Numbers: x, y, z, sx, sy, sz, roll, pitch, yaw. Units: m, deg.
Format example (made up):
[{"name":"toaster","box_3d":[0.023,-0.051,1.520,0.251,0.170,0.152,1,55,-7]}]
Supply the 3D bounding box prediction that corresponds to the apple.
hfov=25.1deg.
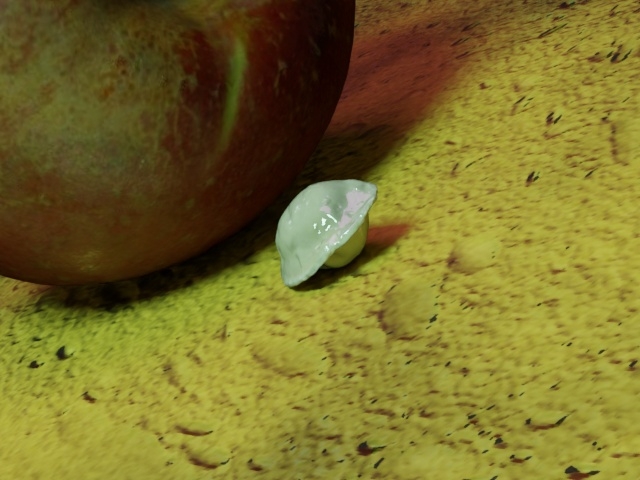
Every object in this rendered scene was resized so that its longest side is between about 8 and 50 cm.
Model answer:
[{"name":"apple","box_3d":[-0.144,-0.141,0.874,0.277,0.348,0.348,-13,21,49]}]

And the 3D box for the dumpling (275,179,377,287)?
[{"name":"dumpling","box_3d":[0.000,-0.001,0.760,0.077,0.043,0.059,-9,46,33]}]
